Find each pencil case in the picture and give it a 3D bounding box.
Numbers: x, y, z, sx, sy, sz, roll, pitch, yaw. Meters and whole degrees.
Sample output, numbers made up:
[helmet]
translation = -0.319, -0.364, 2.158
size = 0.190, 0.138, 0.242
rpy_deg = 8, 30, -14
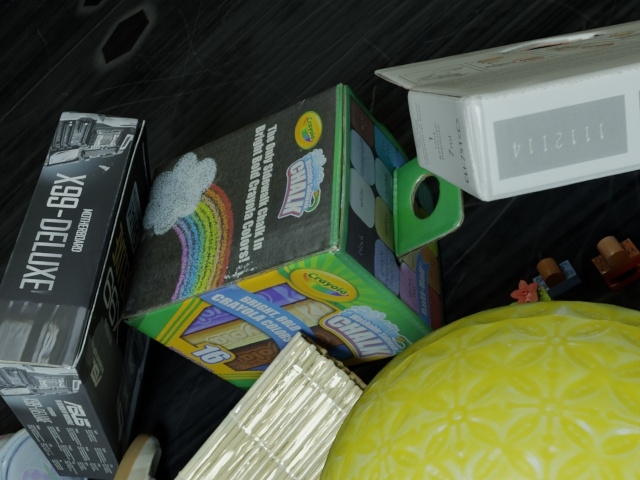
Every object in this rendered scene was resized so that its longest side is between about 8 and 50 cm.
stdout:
[pencil case]
translation = -0.389, 0.280, 0.799
size = 0.273, 0.113, 0.124
rpy_deg = -19, 41, 28

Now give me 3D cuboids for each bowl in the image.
[bowl]
translation = 0.108, 0.184, 0.324
size = 0.290, 0.156, 0.289
rpy_deg = 4, 99, 22

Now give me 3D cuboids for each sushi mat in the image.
[sushi mat]
translation = -0.061, 0.240, 0.572
size = 0.151, 0.019, 0.316
rpy_deg = 40, 90, 13

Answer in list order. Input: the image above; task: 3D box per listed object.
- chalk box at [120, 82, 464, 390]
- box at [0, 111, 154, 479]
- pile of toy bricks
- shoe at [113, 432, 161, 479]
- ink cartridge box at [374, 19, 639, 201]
[chalk box]
translation = 0.000, 0.000, 0.635
size = 0.289, 0.179, 0.180
rpy_deg = -17, 51, 28
[box]
translation = -0.216, 0.069, 0.682
size = 0.077, 0.307, 0.242
rpy_deg = 6, 55, -4
[pile of toy bricks]
translation = 0.158, 0.067, 0.510
size = 0.212, 0.105, 0.118
rpy_deg = -34, 45, 16
[shoe]
translation = -0.183, 0.293, 0.670
size = 0.058, 0.076, 0.219
rpy_deg = 14, 56, -4
[ink cartridge box]
translation = 0.210, -0.113, 0.514
size = 0.296, 0.066, 0.261
rpy_deg = -12, 17, -4
